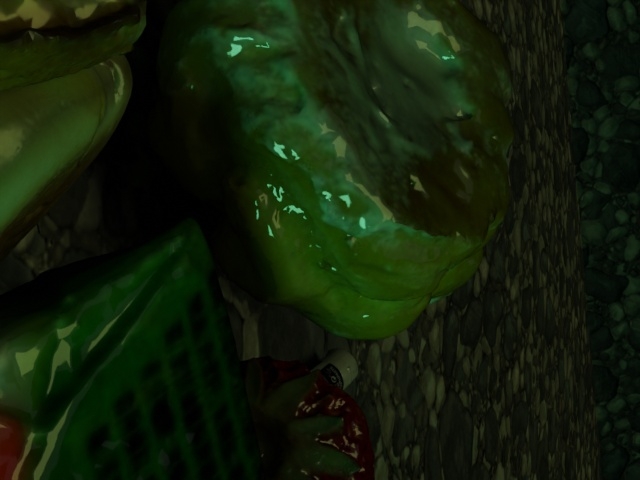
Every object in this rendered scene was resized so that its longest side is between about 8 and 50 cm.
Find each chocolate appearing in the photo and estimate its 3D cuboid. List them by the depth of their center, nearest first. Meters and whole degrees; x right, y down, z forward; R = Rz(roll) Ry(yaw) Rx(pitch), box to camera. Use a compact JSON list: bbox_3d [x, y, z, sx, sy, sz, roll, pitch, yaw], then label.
[{"bbox_3d":[-0.172,0.210,0.510,0.341,0.161,0.360,-33,116,-51],"label":"chocolate"}]

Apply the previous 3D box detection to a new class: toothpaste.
[{"bbox_3d":[-0.023,0.174,1.023,0.193,0.045,0.071,-37,113,-53],"label":"toothpaste"}]

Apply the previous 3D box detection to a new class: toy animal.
[{"bbox_3d":[-0.145,-0.059,0.792,0.084,0.028,0.050,11,87,-65],"label":"toy animal"}]

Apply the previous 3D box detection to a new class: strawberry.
[{"bbox_3d":[-0.052,0.223,0.834,0.244,0.205,0.205,89,13,-58],"label":"strawberry"}]

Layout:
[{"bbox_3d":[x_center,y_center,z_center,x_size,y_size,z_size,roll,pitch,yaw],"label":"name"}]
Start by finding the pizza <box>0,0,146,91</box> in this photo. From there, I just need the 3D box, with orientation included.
[{"bbox_3d":[-0.286,-0.238,0.369,0.440,0.130,0.406,5,67,-44],"label":"pizza"}]

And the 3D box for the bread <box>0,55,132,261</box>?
[{"bbox_3d":[-0.199,-0.043,0.529,0.105,0.213,0.213,38,42,-8],"label":"bread"}]

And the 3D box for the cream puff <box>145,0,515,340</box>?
[{"bbox_3d":[-0.007,-0.089,0.828,0.378,0.275,0.378,22,57,-39],"label":"cream puff"}]
